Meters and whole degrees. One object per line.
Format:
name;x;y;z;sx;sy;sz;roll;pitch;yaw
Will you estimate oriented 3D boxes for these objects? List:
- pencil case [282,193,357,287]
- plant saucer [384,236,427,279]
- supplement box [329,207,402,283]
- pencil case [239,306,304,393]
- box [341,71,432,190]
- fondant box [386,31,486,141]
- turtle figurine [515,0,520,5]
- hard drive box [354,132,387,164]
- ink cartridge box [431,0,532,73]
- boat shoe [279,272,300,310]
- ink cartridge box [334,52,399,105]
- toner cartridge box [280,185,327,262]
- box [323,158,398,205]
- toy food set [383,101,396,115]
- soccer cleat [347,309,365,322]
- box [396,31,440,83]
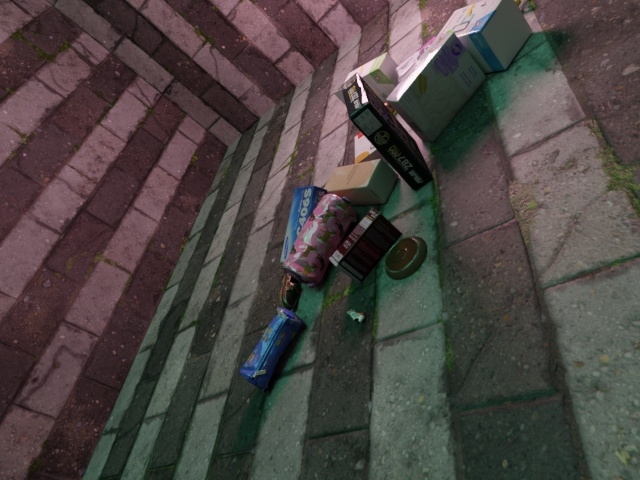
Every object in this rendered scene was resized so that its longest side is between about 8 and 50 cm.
pencil case;0.000;0.000;1.753;0.167;0.160;0.386;9;64;54
plant saucer;0.275;0.051;1.434;0.168;0.029;0.168;-37;31;27
supplement box;0.159;0.020;1.530;0.239;0.130;0.073;-49;28;3
pencil case;-0.180;0.398;1.600;0.306;0.119;0.133;-60;0;-13
box;0.245;-0.410;1.615;0.097;0.395;0.318;-35;33;25
fondant box;0.451;-0.590;1.683;0.330;0.238;0.096;-51;28;2
turtle figurine;0.759;-0.964;1.820;0.217;0.087;0.269;-15;54;58
hard drive box;0.248;-0.426;1.949;0.181;0.089;0.232;-33;33;30
ink cartridge box;0.626;-0.794;1.702;0.198;0.197;0.270;-55;28;-6
boat shoe;-0.120;0.197;1.792;0.073;0.073;0.207;-39;31;27
ink cartridge box;0.258;-0.786;2.215;0.353;0.207;0.119;-4;55;53
toner cartridge box;-0.075;-0.061;1.898;0.165;0.075;0.347;2;80;57
box;0.162;-0.236;1.821;0.311;0.121;0.148;0;58;56
toy food set;0.315;-0.648;2.119;0.218;0.071;0.128;-10;49;50
soccer cleat;0.114;0.253;1.438;0.083;0.029;0.035;3;56;51
box;0.482;-0.783;1.956;0.247;0.142;0.163;-33;34;31
